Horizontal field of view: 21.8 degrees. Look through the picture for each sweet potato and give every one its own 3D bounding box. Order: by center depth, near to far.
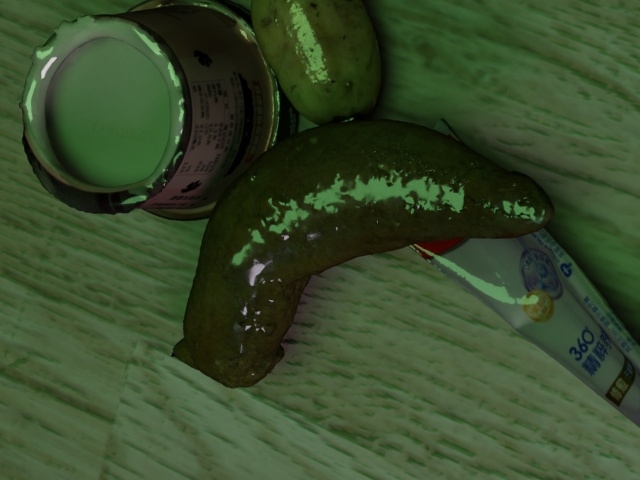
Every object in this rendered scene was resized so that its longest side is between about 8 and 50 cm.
[{"bbox_3d":[-0.003,-0.002,1.031,0.310,0.098,0.124,-31,94,32],"label":"sweet potato"}]

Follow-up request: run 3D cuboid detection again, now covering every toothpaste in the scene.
[{"bbox_3d":[0.152,0.050,1.003,0.301,0.048,0.075,44,133,23],"label":"toothpaste"}]

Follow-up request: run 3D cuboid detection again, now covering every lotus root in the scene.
[{"bbox_3d":[-0.004,-0.132,1.045,0.072,0.063,0.152,-29,88,10],"label":"lotus root"}]

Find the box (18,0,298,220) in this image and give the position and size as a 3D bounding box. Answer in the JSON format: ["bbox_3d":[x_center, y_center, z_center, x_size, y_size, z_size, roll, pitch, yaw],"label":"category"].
[{"bbox_3d":[-0.108,-0.083,1.063,0.151,0.135,0.151,3,98,23],"label":"box"}]
